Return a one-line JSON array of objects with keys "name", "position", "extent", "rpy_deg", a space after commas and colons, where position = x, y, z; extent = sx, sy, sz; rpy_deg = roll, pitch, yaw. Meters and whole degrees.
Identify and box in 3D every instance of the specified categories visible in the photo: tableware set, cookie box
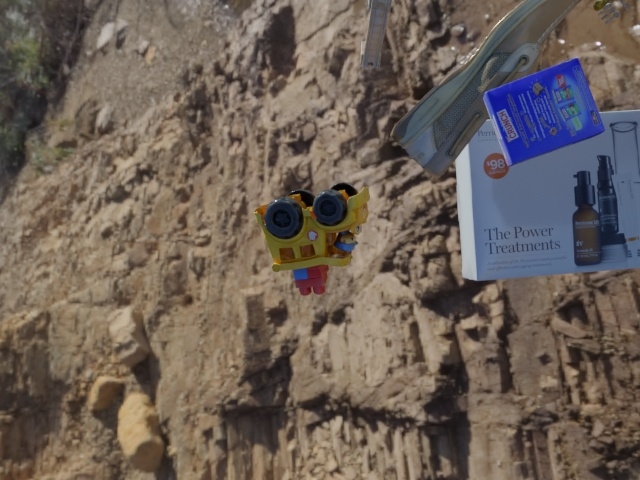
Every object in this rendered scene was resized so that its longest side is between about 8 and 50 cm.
[{"name": "tableware set", "position": [0.600, -0.515, 1.269], "extent": [0.104, 0.024, 0.154], "rpy_deg": [50, 168, 1]}, {"name": "cookie box", "position": [0.254, -0.146, 0.718], "extent": [0.040, 0.107, 0.092], "rpy_deg": [5, -113, -80]}]

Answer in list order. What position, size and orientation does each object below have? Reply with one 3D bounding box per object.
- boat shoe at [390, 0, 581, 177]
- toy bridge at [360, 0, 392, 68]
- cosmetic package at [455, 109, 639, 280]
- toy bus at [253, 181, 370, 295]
[{"name": "boat shoe", "position": [0.256, -0.236, 0.894], "extent": [0.341, 0.110, 0.121], "rpy_deg": [-44, 2, 9]}, {"name": "toy bridge", "position": [0.064, -0.264, 0.661], "extent": [0.188, 0.026, 0.063], "rpy_deg": [96, 179, -50]}, {"name": "cosmetic package", "position": [0.443, -0.083, 1.137], "extent": [0.097, 0.377, 0.284], "rpy_deg": [168, 97, -86]}, {"name": "toy bus", "position": [0.000, 0.000, 1.249], "extent": [0.149, 0.220, 0.211], "rpy_deg": [-34, -67, -71]}]
